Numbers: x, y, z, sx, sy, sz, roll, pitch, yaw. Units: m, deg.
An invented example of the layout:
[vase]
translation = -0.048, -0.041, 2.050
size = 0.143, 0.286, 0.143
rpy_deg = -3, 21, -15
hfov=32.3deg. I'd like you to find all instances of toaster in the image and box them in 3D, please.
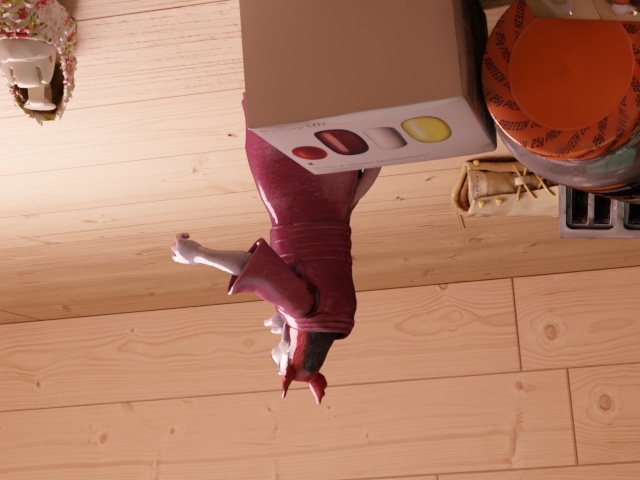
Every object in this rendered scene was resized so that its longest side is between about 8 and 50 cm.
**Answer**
[toaster]
translation = 0.405, -0.087, 1.487
size = 0.168, 0.110, 0.185
rpy_deg = 1, 134, 12

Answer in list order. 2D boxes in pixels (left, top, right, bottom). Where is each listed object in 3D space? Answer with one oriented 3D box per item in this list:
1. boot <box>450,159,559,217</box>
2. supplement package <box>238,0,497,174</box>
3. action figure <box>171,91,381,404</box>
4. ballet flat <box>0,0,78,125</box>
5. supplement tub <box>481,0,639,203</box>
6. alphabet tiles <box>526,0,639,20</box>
[boot]
translation = 0.323, -0.089, 1.662
size = 0.204, 0.095, 0.262
rpy_deg = 1, 171, -14
[supplement package]
translation = 0.050, -0.161, 1.025
size = 0.194, 0.149, 0.203
rpy_deg = -7, 170, 16
[action figure]
translation = 0.000, 0.000, 1.261
size = 0.276, 0.370, 0.248
rpy_deg = -10, 168, 24
[ballet flat]
translation = -0.270, -0.172, 1.051
size = 0.091, 0.077, 0.241
rpy_deg = -2, 169, -3
[supplement tub]
translation = 0.280, -0.138, 1.051
size = 0.194, 0.193, 0.316
rpy_deg = -10, 172, 29
[alphabet tiles]
translation = 0.168, -0.233, 0.716
size = 0.285, 0.011, 0.342
rpy_deg = 9, 164, 32
